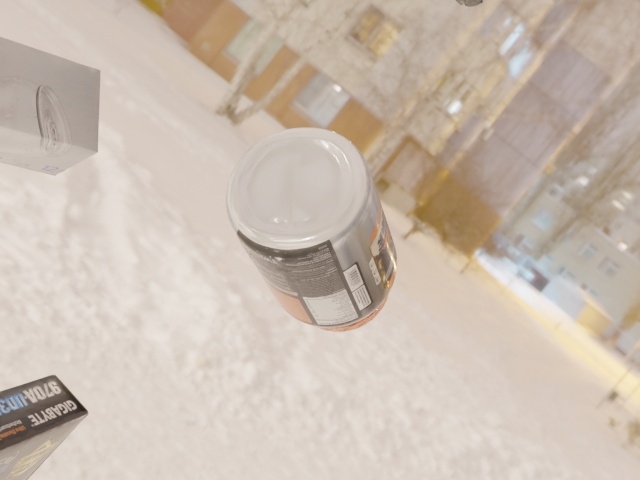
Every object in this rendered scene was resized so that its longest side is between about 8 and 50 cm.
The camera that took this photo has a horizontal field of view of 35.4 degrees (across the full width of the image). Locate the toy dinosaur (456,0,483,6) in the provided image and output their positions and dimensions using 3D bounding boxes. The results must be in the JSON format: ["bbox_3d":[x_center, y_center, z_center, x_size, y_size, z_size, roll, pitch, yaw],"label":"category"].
[{"bbox_3d":[0.166,-0.309,0.748,0.164,0.322,0.218,4,46,6],"label":"toy dinosaur"}]

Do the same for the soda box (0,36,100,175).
[{"bbox_3d":[-0.355,-0.146,0.954,0.286,0.098,0.091,14,-23,-41],"label":"soda box"}]

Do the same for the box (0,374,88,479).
[{"bbox_3d":[-0.297,0.195,0.775,0.051,0.175,0.220,45,11,9],"label":"box"}]

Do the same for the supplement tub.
[{"bbox_3d":[0.000,0.000,1.388,0.193,0.193,0.316,42,-11,27],"label":"supplement tub"}]
